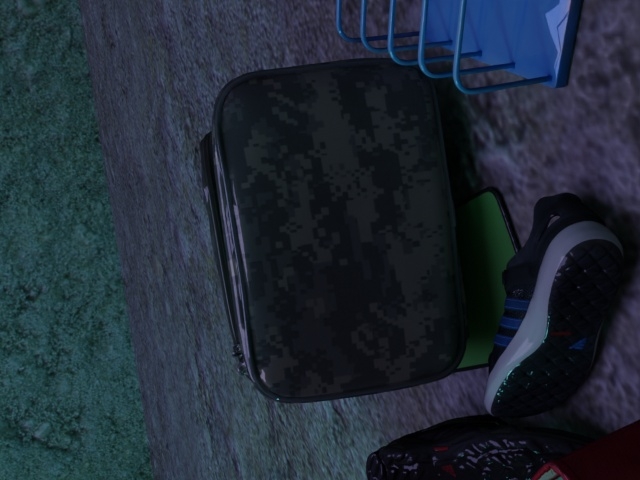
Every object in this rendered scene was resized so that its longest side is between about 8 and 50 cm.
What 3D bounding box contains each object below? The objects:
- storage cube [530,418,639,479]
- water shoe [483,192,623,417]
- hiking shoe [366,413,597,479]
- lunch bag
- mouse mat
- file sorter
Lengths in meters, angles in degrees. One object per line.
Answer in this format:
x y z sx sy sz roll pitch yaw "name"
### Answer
0.217 0.210 0.406 0.184 0.193 0.215 54 147 38 "storage cube"
0.176 0.056 0.580 0.080 0.072 0.203 -98 16 -50 "water shoe"
0.153 0.183 0.640 0.226 0.114 0.086 -9 99 36 "hiking shoe"
0.000 0.000 0.733 0.256 0.212 0.305 167 94 -82 "lunch bag"
0.136 0.046 0.704 0.189 0.007 0.153 -34 71 64 "mouse mat"
0.096 -0.190 0.558 0.170 0.104 0.118 42 137 50 "file sorter"
